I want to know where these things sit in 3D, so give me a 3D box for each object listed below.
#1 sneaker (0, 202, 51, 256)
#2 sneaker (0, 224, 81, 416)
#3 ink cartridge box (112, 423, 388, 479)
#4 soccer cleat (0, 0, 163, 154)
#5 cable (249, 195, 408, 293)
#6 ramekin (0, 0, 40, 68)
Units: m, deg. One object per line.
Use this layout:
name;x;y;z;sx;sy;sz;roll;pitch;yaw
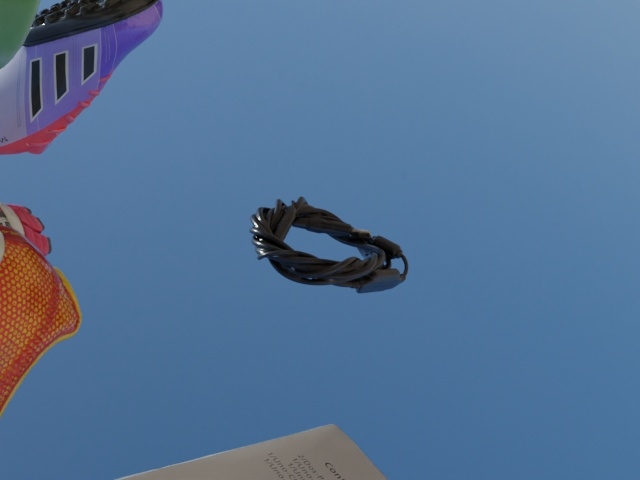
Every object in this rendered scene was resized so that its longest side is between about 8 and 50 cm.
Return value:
sneaker;-0.359;0.087;1.035;0.121;0.299;0.112;36;-170;28
sneaker;-0.137;0.072;0.354;0.064;0.175;0.067;45;-179;39
ink cartridge box;-0.062;0.263;0.651;0.130;0.309;0.272;43;-153;29
soccer cleat;-0.245;-0.142;1.077;0.108;0.318;0.116;-46;-65;-51
cable;0.000;0.000;1.227;0.150;0.047;0.184;41;-153;30
ramekin;-0.242;-0.233;0.594;0.148;0.303;0.303;-5;-121;-30
